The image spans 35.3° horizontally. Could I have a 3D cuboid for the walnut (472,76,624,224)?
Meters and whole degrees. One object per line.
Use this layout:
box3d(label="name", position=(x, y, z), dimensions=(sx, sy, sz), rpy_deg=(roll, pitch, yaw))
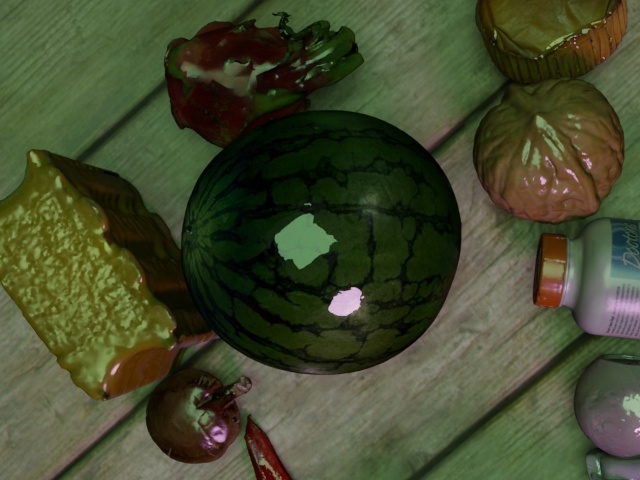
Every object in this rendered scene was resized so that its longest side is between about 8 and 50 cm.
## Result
box3d(label="walnut", position=(0.295, -0.118, 1.303), dimensions=(0.213, 0.213, 0.213), rpy_deg=(0, 87, 7))

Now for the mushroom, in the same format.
box3d(label="mushroom", position=(-0.167, 0.241, 1.409), dimensions=(0.170, 0.080, 0.135), rpy_deg=(-36, 94, 7))

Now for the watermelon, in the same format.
box3d(label="watermelon", position=(0.000, 0.000, 1.269), dimensions=(0.363, 0.363, 0.363), rpy_deg=(0, 87, 7))

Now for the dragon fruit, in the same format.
box3d(label="dragon fruit", position=(-0.088, -0.235, 1.381), dimensions=(0.269, 0.198, 0.200), rpy_deg=(-36, 58, 3))

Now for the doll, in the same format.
box3d(label="doll", position=(0.401, 0.296, 1.315), dimensions=(0.150, 0.151, 0.287), rpy_deg=(1, 94, 7))

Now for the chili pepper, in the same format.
box3d(label="chili pepper", position=(-0.047, 0.368, 1.404), dimensions=(0.059, 0.050, 0.268), rpy_deg=(-29, 83, 21))

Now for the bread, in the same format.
box3d(label="bread", position=(0.311, -0.299, 1.342), dimensions=(0.199, 0.104, 0.199), rpy_deg=(-11, 58, 19))

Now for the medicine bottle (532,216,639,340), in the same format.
box3d(label="medicine bottle", position=(0.427, 0.053, 1.305), dimensions=(0.288, 0.157, 0.157), rpy_deg=(7, 88, 7))

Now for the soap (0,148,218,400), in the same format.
box3d(label="soap", position=(-0.271, 0.043, 1.305), dimensions=(0.156, 0.335, 0.293), rpy_deg=(-40, 86, 4))
